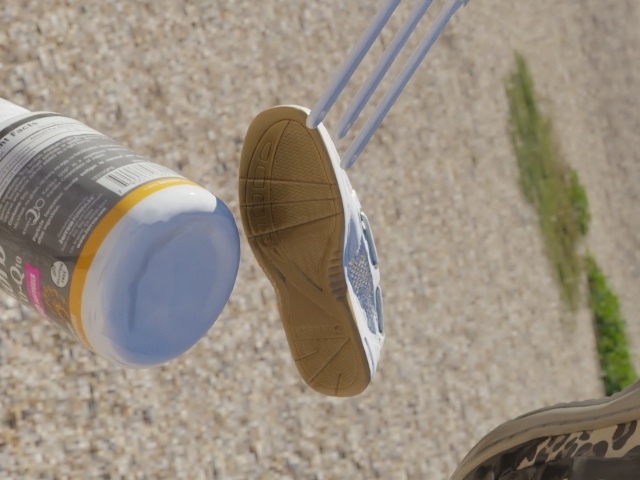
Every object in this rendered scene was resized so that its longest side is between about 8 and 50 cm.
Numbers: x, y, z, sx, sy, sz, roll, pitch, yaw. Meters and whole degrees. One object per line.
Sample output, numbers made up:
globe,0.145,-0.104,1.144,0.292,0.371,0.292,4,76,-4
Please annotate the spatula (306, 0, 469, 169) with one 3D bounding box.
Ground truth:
spatula,0.067,-0.167,0.998,0.242,0.019,0.168,-55,165,-1

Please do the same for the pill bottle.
pill bottle,-0.214,-0.016,1.182,0.162,0.278,0.162,-31,134,-37

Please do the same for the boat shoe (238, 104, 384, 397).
boat shoe,0.000,0.000,1.233,0.096,0.098,0.277,-49,134,-54

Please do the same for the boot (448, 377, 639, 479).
boot,0.120,0.218,0.661,0.138,0.377,0.284,38,54,-9
